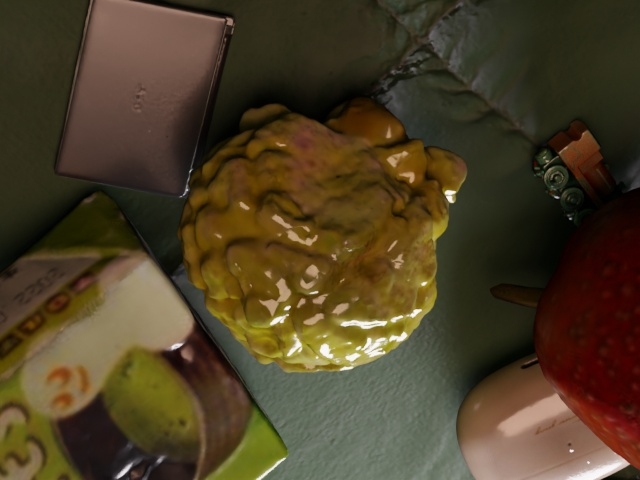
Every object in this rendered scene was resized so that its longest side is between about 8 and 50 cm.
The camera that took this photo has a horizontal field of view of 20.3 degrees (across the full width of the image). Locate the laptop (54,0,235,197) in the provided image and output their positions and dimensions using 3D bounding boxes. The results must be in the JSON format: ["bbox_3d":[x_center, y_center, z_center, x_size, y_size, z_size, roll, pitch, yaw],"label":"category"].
[{"bbox_3d":[-0.156,-0.127,1.578,0.129,0.016,0.180,11,114,-12],"label":"laptop"}]

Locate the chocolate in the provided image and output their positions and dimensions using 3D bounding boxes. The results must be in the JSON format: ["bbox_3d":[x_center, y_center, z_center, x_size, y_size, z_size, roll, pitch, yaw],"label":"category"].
[{"bbox_3d":[-0.209,0.163,1.598,0.289,0.137,0.301,-40,118,-12],"label":"chocolate"}]

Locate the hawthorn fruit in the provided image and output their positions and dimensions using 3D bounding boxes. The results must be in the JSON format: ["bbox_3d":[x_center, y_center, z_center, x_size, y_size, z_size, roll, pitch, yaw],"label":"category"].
[{"bbox_3d":[0.315,0.084,1.575,0.369,0.285,0.284,11,120,26],"label":"hawthorn fruit"}]

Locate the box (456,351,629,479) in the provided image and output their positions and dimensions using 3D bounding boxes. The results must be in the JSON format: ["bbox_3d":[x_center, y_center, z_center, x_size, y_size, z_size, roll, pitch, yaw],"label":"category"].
[{"bbox_3d":[0.231,0.174,1.734,0.200,0.088,0.146,-22,115,5],"label":"box"}]

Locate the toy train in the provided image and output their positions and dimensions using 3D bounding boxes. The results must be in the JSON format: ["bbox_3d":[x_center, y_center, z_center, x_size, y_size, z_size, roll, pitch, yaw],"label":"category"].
[{"bbox_3d":[0.242,-0.055,1.648,0.064,0.044,0.103,-38,115,1],"label":"toy train"}]

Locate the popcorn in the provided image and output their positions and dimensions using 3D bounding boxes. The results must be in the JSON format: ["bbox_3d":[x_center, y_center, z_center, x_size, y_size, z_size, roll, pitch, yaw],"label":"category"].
[{"bbox_3d":[0.000,0.000,1.560,0.259,0.259,0.212,12,139,-13],"label":"popcorn"}]
